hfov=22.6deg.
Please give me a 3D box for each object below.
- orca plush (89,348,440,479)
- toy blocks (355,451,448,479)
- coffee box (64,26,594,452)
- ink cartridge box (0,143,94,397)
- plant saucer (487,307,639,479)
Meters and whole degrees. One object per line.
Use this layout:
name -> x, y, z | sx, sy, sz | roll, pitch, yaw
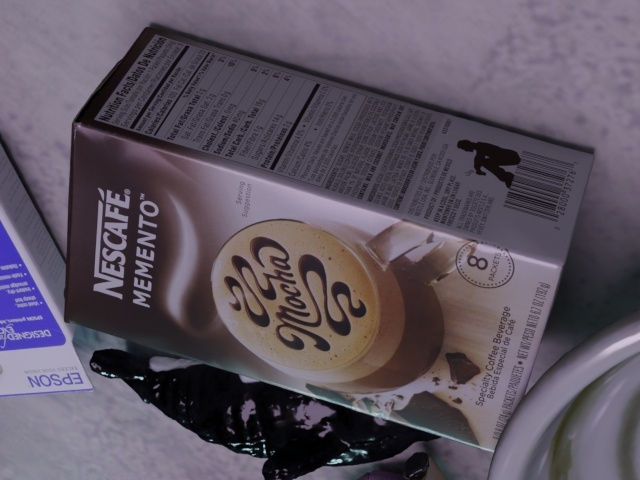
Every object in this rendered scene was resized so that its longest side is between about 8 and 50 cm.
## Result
orca plush -> -0.030, 0.116, 1.110 | 0.287, 0.102, 0.151 | 9, 129, 14
toy blocks -> 0.023, 0.378, 1.173 | 0.260, 0.289, 0.309 | -20, 121, 26
coffee box -> 0.000, 0.000, 0.996 | 0.297, 0.119, 0.168 | 16, 131, 8
ink cartridge box -> -0.283, 0.028, 1.175 | 0.206, 0.045, 0.208 | -6, 123, 25
plant saucer -> 0.304, 0.147, 0.989 | 0.400, 0.101, 0.401 | 5, 130, 5
